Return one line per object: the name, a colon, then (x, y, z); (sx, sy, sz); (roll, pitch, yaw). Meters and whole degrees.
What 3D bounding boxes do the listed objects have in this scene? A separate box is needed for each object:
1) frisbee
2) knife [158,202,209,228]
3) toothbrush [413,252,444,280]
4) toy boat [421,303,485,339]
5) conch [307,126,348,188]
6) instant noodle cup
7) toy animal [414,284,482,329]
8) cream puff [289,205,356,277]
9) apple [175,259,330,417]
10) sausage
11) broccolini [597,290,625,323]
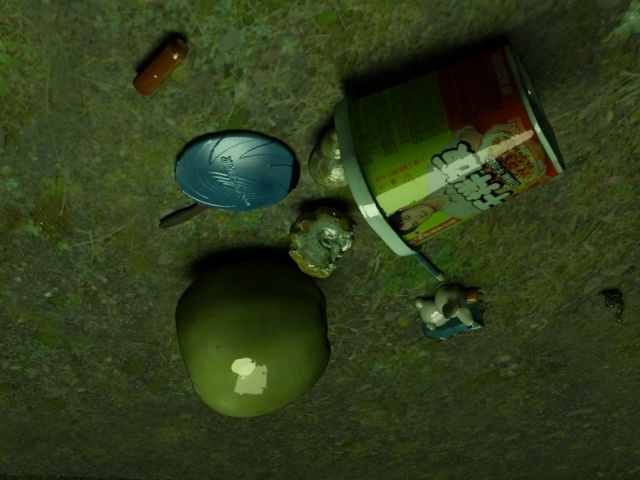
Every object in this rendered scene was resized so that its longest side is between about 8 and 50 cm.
frisbee: (-0.159, -0.118, 1.743); (0.242, 0.045, 0.242); (-3, 148, -2)
knife: (-0.240, -0.074, 1.856); (0.247, 0.018, 0.035); (-24, 140, 29)
toothbrush: (0.215, 0.032, 2.054); (0.025, 0.019, 0.276); (-12, 148, 28)
toy boat: (0.336, 0.214, 2.315); (0.185, 0.075, 0.077); (-22, 136, 35)
conch: (0.034, -0.146, 1.659); (0.116, 0.106, 0.173); (-5, 176, 25)
instant noodle cup: (0.220, -0.160, 1.516); (0.308, 0.294, 0.294); (-23, 144, 19)
toy animal: (0.322, 0.166, 2.194); (0.131, 0.127, 0.182); (17, 157, -18)
cream puff: (0.000, 0.000, 1.885); (0.121, 0.156, 0.156); (28, 151, 11)
apple: (-0.147, 0.211, 2.028); (0.357, 0.357, 0.357); (-1, 150, -1)
sausage: (-0.258, -0.283, 1.470); (0.039, 0.041, 0.131); (38, 135, -18)
broccolini: (0.752, 0.169, 2.299); (0.052, 0.054, 0.194); (-33, 143, 13)
